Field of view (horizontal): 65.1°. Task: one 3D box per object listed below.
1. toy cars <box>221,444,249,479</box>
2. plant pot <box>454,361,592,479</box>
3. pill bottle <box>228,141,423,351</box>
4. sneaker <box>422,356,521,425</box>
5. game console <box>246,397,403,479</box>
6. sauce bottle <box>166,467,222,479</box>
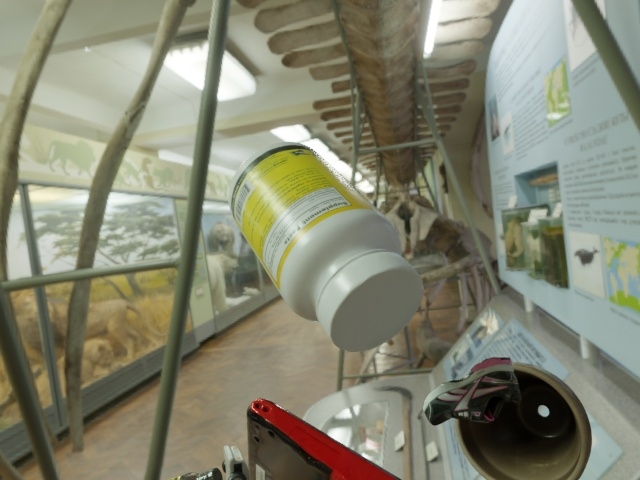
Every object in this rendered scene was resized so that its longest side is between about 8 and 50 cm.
[{"bbox_3d":[-0.120,0.588,0.948,0.087,0.393,0.176,-4,-41,-18],"label":"toy cars"},{"bbox_3d":[0.460,0.388,1.090,0.263,0.263,0.229,-7,-9,38],"label":"plant pot"},{"bbox_3d":[0.000,0.000,0.755,0.188,0.188,0.334,-8,38,-28],"label":"pill bottle"},{"bbox_3d":[0.238,0.258,0.796,0.072,0.077,0.178,16,-49,-32],"label":"sneaker"},{"bbox_3d":[0.034,0.423,0.746,0.342,0.386,0.060,28,45,24],"label":"game console"},{"bbox_3d":[-0.201,0.359,0.722,0.128,0.042,0.042,-27,-3,11],"label":"sauce bottle"}]
